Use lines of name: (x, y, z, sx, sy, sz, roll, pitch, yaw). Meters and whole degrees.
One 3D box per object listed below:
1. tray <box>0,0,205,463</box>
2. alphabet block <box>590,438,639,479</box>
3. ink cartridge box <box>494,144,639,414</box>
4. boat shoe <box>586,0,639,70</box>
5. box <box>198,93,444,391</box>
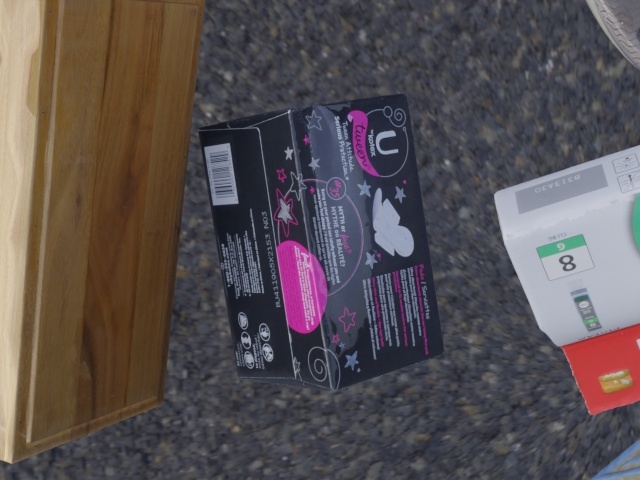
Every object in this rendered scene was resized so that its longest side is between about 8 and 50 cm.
tray: (-0.208, -0.027, 1.014, 0.076, 0.202, 0.411, 16, 106, 30)
alphabet block: (0.434, 0.271, 1.167, 0.192, 0.193, 0.197, -33, 83, -20)
ink cartridge box: (0.233, 0.035, 0.733, 0.181, 0.225, 0.056, -18, 35, 15)
boat shoe: (0.096, -0.200, 0.434, 0.123, 0.116, 0.324, -25, 98, 19)
box: (0.000, 0.000, 1.061, 0.163, 0.142, 0.247, -2, 98, 53)
